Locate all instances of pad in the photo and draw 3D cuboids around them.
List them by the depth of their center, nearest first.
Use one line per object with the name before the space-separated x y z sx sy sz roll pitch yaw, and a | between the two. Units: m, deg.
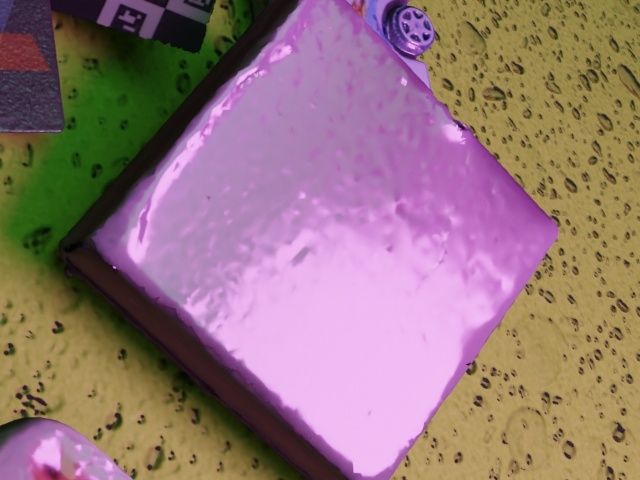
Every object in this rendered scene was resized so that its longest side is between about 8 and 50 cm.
pad | -0.265 -0.176 0.944 0.142 0.003 0.211 -2 72 -26

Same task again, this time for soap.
soap | 0.000 0.000 0.982 0.296 0.107 0.285 46 67 -15

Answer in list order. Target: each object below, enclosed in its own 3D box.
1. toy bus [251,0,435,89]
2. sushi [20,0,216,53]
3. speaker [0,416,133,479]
toy bus | 0.006 -0.243 1.155 0.136 0.109 0.330 0 70 -29
sushi | -0.162 -0.256 1.040 0.192 0.050 0.215 17 69 -5
speaker | -0.107 0.288 0.756 0.406 0.184 0.183 47 49 -13
